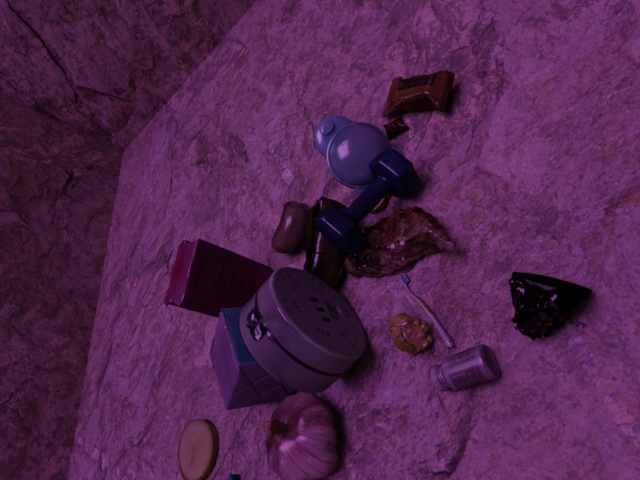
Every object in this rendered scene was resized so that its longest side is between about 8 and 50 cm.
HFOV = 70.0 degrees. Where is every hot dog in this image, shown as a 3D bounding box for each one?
[{"bbox_3d":[0.189,-0.116,1.442,0.090,0.030,0.034,-49,44,18],"label":"hot dog"}]

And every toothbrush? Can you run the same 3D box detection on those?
[{"bbox_3d":[0.274,0.182,1.208,0.026,0.022,0.263,-57,39,27],"label":"toothbrush"}]

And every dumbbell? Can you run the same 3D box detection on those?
[{"bbox_3d":[0.136,-0.114,1.329,0.325,0.144,0.160,-46,11,-10],"label":"dumbbell"}]

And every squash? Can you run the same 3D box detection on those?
[{"bbox_3d":[-0.450,0.766,1.671,0.219,0.041,0.219,-23,56,38],"label":"squash"}]

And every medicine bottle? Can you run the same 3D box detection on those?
[{"bbox_3d":[0.327,0.297,1.047,0.140,0.079,0.079,-33,49,31],"label":"medicine bottle"}]

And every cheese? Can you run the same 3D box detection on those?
[{"bbox_3d":[-0.112,-0.041,1.649,0.175,0.091,0.203,-108,41,-65],"label":"cheese"}]

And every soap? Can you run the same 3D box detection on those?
[{"bbox_3d":[-0.349,0.159,1.627,0.128,0.359,0.233,-6,66,42],"label":"soap"}]

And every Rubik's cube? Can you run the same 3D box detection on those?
[{"bbox_3d":[-0.195,0.356,1.416,0.225,0.230,0.222,60,141,44],"label":"Rubik's cube"}]

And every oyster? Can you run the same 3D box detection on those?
[{"bbox_3d":[0.216,-0.018,1.311,0.396,0.110,0.205,-20,54,44],"label":"oyster"}]

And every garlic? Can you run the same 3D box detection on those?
[{"bbox_3d":[-0.079,0.529,1.241,0.245,0.253,0.245,-20,54,30],"label":"garlic"}]

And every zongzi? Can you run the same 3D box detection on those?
[{"bbox_3d":[0.000,0.000,1.541,0.300,0.138,0.286,-156,75,-73],"label":"zongzi"},{"bbox_3d":[0.252,-0.382,1.506,0.083,0.067,0.074,-13,48,22],"label":"zongzi"}]

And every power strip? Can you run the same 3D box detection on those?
[{"bbox_3d":[-0.052,0.238,1.267,0.161,0.357,0.358,-49,43,21],"label":"power strip"}]

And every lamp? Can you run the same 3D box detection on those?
[{"bbox_3d":[0.104,-0.289,1.474,0.284,0.147,0.209,42,90,24],"label":"lamp"}]

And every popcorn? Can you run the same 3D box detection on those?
[{"bbox_3d":[0.225,0.241,1.177,0.097,0.109,0.089,-47,-6,-34],"label":"popcorn"}]

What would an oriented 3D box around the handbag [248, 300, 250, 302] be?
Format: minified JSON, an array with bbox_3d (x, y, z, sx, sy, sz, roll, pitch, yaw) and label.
[{"bbox_3d":[-0.207,0.282,1.551,0.229,0.179,0.062,-48,43,16],"label":"handbag"}]

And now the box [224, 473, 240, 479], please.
[{"bbox_3d":[-0.286,0.886,1.434,0.161,0.042,0.226,-51,42,17],"label":"box"}]

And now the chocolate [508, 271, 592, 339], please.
[{"bbox_3d":[0.465,0.145,0.956,0.156,0.156,0.133,20,105,50],"label":"chocolate"}]

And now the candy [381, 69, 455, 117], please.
[{"bbox_3d":[0.302,-0.467,1.453,0.271,0.101,0.143,14,84,54],"label":"candy"}]
